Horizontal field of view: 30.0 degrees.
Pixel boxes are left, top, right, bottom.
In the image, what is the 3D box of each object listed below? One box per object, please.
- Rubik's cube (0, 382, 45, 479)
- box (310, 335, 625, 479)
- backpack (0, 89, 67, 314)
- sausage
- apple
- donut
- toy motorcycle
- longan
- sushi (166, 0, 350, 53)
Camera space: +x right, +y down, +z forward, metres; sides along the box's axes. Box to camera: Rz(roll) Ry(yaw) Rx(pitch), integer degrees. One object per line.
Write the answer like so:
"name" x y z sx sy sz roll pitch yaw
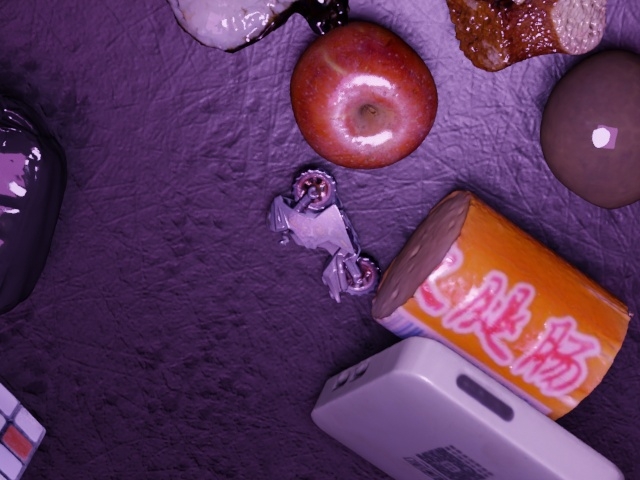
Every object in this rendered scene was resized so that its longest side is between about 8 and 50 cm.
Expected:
"Rubik's cube" -0.614 0.328 1.802 0.259 0.256 0.253 -39 103 16
"box" 0.199 0.291 1.717 0.367 0.373 0.090 36 63 -9
"backpack" -0.595 -0.079 1.669 0.445 0.255 0.363 19 103 0
"sausage" 0.248 0.096 1.678 0.287 0.233 0.233 35 108 -7
"apple" 0.058 -0.200 1.630 0.201 0.162 0.201 -1 119 -2
"donut" 0.287 -0.306 1.603 0.186 0.144 0.126 -23 116 -21
"toy motorcycle" 0.000 0.000 1.741 0.122 0.080 0.215 -24 110 11
"longan" 0.388 -0.148 1.608 0.198 0.198 0.212 -9 125 7
"sushi" -0.035 -0.374 1.542 0.348 0.207 0.234 -34 94 13
